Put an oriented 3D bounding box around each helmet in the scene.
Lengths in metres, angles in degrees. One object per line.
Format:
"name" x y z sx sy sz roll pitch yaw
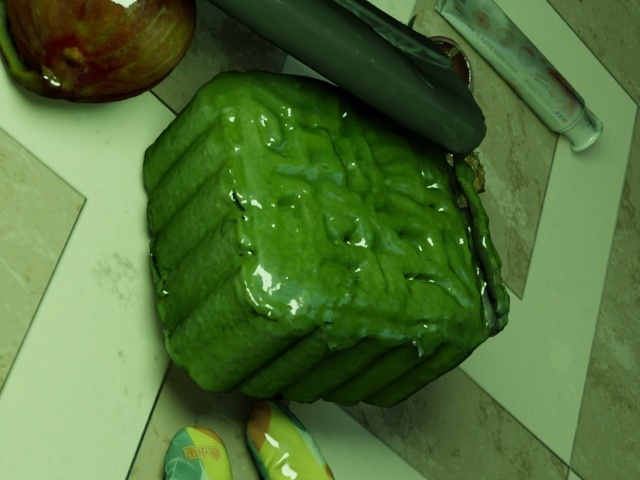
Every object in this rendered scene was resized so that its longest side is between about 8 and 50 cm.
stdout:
"helmet" 0.150 -0.210 2.041 0.089 0.057 0.111 -14 93 -14

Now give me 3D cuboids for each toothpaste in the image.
"toothpaste" 0.280 -0.252 2.200 0.323 0.066 0.100 44 53 -23

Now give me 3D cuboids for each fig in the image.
"fig" -0.226 -0.220 1.540 0.205 0.205 0.205 20 62 -43

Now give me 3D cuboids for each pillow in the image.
"pillow" -0.069 0.279 1.611 0.233 0.086 0.214 -13 75 -47

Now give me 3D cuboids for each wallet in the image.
"wallet" -0.013 -0.236 1.562 0.406 0.062 0.228 30 23 -32

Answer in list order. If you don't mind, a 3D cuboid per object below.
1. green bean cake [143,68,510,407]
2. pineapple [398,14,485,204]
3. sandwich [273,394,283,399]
"green bean cake" 0.000 0.000 1.609 0.319 0.218 0.335 8 53 -36
"pineapple" 0.113 -0.154 1.949 0.125 0.125 0.251 -22 88 -49
"sandwich" -0.056 0.121 1.678 0.116 0.074 0.074 22 60 -42
